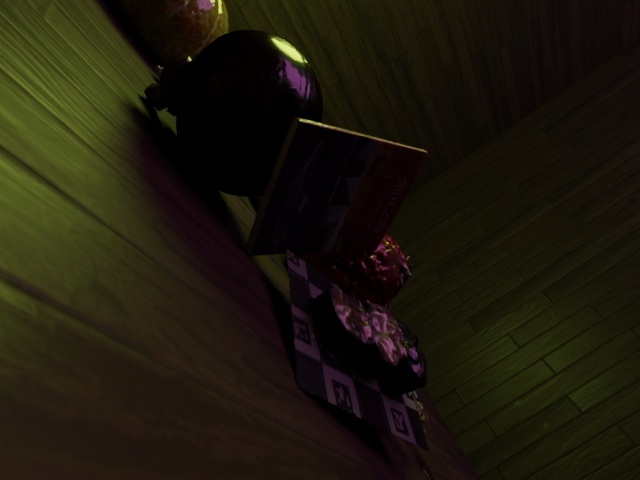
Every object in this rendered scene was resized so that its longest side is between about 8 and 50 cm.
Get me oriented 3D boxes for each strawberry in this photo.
[{"bbox_3d":[0.067,0.059,1.146,0.343,0.292,0.292,40,6,-7],"label":"strawberry"}]

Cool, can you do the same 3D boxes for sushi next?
[{"bbox_3d":[0.106,0.175,0.771,0.373,0.100,0.296,40,26,-34],"label":"sushi"}]

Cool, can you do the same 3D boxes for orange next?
[{"bbox_3d":[-0.395,-0.625,1.129,0.329,0.249,0.329,48,10,-11],"label":"orange"}]

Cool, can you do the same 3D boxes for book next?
[{"bbox_3d":[0.047,-0.087,0.845,0.374,0.263,0.028,0,33,-43],"label":"book"}]

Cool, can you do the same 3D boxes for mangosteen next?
[{"bbox_3d":[-0.141,-0.235,0.791,0.293,0.297,0.297,35,-10,38],"label":"mangosteen"}]

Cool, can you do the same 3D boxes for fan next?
[{"bbox_3d":[0.264,0.574,1.038,0.085,0.005,0.133,57,3,9],"label":"fan"}]

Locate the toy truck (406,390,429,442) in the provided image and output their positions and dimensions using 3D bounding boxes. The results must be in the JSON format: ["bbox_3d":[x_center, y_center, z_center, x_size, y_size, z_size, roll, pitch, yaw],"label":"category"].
[{"bbox_3d":[0.204,0.416,1.105,0.178,0.080,0.115,58,14,5],"label":"toy truck"}]

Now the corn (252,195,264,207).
[{"bbox_3d":[-0.155,-0.175,1.216,0.347,0.130,0.130,55,3,31],"label":"corn"}]

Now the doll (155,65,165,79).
[{"bbox_3d":[-0.331,-0.358,1.036,0.160,0.059,0.161,57,12,25],"label":"doll"}]

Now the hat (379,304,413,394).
[{"bbox_3d":[0.165,0.279,0.966,0.149,0.245,0.214,5,-34,42],"label":"hat"}]
